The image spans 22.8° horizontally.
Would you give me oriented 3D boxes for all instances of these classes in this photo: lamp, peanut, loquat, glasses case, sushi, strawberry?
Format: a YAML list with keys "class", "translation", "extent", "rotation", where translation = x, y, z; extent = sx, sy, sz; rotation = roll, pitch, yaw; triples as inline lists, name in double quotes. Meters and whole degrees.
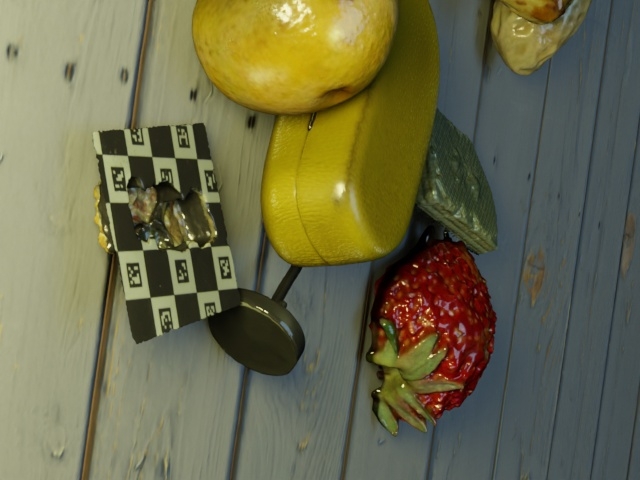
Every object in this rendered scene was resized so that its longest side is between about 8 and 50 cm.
- class: "lamp"
  translation: [-0.027, 0.021, 1.777]
  extent: [0.130, 0.108, 0.371]
  rotation: [45, 31, -14]
- class: "peanut"
  translation: [0.314, -0.391, 2.224]
  extent: [0.153, 0.140, 0.325]
  rotation: [15, 86, -58]
- class: "loquat"
  translation: [-0.022, -0.228, 1.556]
  extent: [0.213, 0.213, 0.213]
  rotation: [-25, 119, -58]
- class: "glasses case"
  translation: [0.030, -0.121, 1.712]
  extent: [0.173, 0.141, 0.371]
  rotation: [60, 35, -41]
- class: "sushi"
  translation: [-0.161, -0.009, 1.500]
  extent: [0.215, 0.050, 0.192]
  rotation: [-15, 94, -65]
- class: "strawberry"
  translation: [0.174, 0.096, 2.086]
  extent: [0.306, 0.137, 0.233]
  rotation: [-50, 137, -44]

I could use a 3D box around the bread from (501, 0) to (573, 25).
- class: "bread"
  translation: [0.269, -0.413, 2.078]
  extent: [0.210, 0.099, 0.235]
  rotation: [36, 67, -9]

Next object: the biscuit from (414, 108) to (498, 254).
- class: "biscuit"
  translation: [0.172, -0.081, 2.069]
  extent: [0.252, 0.052, 0.150]
  rotation: [36, 43, -60]
